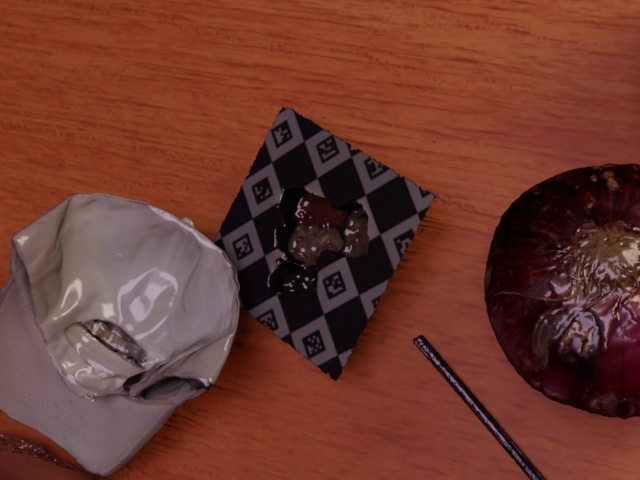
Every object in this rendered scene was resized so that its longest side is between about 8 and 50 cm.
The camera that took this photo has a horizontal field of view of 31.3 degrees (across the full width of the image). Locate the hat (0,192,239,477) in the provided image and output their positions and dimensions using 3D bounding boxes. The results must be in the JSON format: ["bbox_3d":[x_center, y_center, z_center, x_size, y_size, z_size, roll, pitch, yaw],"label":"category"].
[{"bbox_3d":[-0.232,0.115,1.271,0.258,0.168,0.301,36,117,5],"label":"hat"}]

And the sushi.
[{"bbox_3d":[0.000,0.000,1.240,0.231,0.047,0.219,34,102,34],"label":"sushi"}]

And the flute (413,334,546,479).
[{"bbox_3d":[0.183,0.199,1.172,0.014,0.014,0.269,-42,71,7],"label":"flute"}]

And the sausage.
[{"bbox_3d":[-0.274,0.298,1.267,0.327,0.079,0.087,26,130,20],"label":"sausage"}]

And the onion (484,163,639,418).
[{"bbox_3d":[0.273,0.047,1.080,0.247,0.190,0.246,-3,63,6],"label":"onion"}]
